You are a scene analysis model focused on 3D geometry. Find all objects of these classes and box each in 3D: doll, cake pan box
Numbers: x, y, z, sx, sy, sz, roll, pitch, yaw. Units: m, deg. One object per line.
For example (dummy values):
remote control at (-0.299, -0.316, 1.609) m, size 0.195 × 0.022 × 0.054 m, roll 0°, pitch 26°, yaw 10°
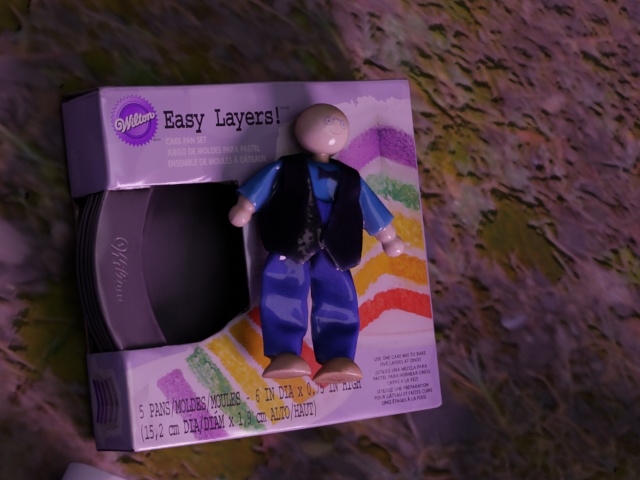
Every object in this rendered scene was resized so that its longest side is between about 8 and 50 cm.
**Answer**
doll at (0.000, 0.000, 1.238) m, size 0.129 × 0.046 × 0.189 m, roll 6°, pitch 76°, yaw -23°
cake pan box at (-0.048, 0.012, 1.273) m, size 0.267 × 0.070 × 0.245 m, roll -3°, pitch 85°, yaw -32°

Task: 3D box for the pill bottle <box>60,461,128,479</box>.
pill bottle at (-0.162, 0.228, 1.170) m, size 0.087 × 0.087 × 0.160 m, roll 31°, pitch 71°, yaw -26°
